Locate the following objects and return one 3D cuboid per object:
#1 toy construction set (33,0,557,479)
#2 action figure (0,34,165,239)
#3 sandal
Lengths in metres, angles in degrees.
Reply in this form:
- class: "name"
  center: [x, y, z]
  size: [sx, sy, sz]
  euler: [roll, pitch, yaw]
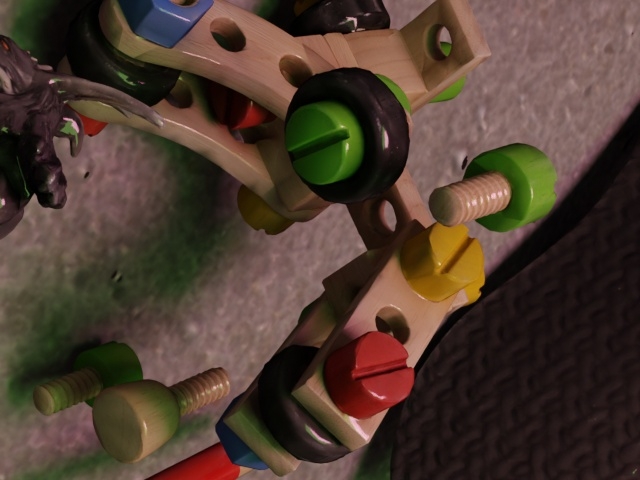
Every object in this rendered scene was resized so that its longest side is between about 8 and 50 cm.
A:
- class: "toy construction set"
  center: [0.000, 0.000, 0.798]
  size: [0.237, 0.257, 0.309]
  euler: [-20, 143, -47]
- class: "action figure"
  center: [-0.208, -0.037, 0.609]
  size: [0.275, 0.164, 0.141]
  euler: [-27, 117, -18]
- class: "sandal"
  center: [0.226, 0.046, 1.037]
  size: [0.446, 0.167, 0.107]
  euler: [-48, 150, -13]
